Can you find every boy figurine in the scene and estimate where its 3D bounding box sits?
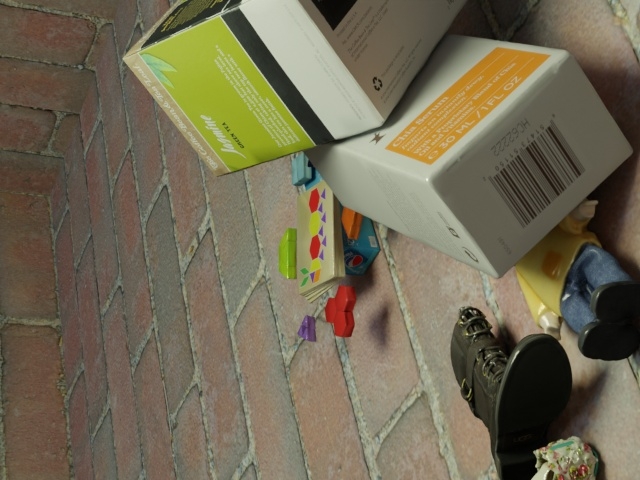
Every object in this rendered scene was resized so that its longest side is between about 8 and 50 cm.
[{"bbox_3d":[0.284,0.022,1.515,0.285,0.092,0.177,-128,46,-54],"label":"boy figurine"}]

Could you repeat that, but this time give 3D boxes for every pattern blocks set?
[{"bbox_3d":[0.000,0.000,2.047,0.285,0.026,0.324,166,108,-64],"label":"pattern blocks set"}]

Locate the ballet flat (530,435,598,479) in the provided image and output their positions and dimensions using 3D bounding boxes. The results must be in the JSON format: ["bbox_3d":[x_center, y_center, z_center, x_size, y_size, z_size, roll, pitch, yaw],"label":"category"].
[{"bbox_3d":[0.263,0.344,1.494,0.091,0.077,0.241,-160,77,-66],"label":"ballet flat"}]

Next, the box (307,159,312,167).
[{"bbox_3d":[0.067,-0.178,1.906,0.036,0.225,0.136,29,116,25],"label":"box"}]

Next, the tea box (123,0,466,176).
[{"bbox_3d":[-0.021,-0.293,1.686,0.324,0.220,0.329,-12,34,45],"label":"tea box"}]

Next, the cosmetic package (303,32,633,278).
[{"bbox_3d":[0.155,-0.131,1.620,0.230,0.161,0.453,-43,24,-9],"label":"cosmetic package"}]

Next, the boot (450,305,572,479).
[{"bbox_3d":[0.217,0.160,1.585,0.229,0.091,0.263,-113,20,-49],"label":"boot"}]

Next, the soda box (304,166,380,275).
[{"bbox_3d":[0.032,-0.045,2.102,0.071,0.067,0.210,120,147,-42],"label":"soda box"}]
